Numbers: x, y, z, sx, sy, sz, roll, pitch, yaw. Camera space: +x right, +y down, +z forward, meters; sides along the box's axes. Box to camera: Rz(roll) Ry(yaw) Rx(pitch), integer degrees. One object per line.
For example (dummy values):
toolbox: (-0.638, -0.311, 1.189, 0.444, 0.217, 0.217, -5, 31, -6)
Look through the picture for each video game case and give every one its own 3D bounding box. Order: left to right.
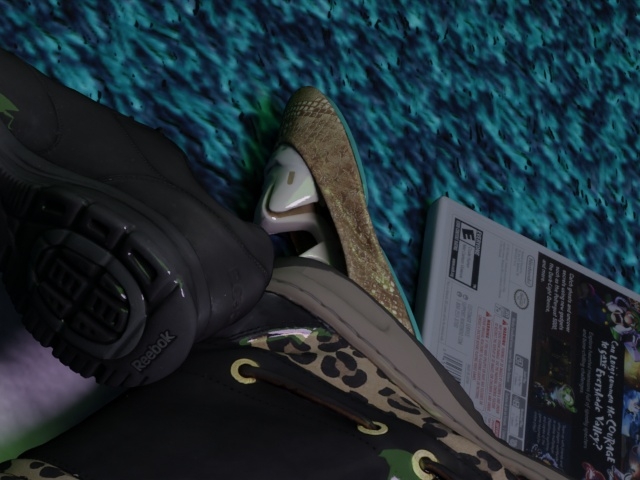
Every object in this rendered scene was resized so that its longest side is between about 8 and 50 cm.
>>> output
video game case: (0.132, 0.082, 1.193, 0.173, 0.022, 0.190, 26, 48, -19)

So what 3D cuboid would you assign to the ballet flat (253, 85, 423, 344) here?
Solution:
ballet flat: (0.000, 0.000, 1.123, 0.067, 0.073, 0.206, -8, 63, -27)

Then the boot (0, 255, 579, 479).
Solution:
boot: (0.011, 0.190, 0.927, 0.377, 0.138, 0.284, 46, 44, 16)

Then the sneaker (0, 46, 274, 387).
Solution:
sneaker: (-0.146, -0.036, 0.999, 0.286, 0.109, 0.130, 41, 33, 18)
